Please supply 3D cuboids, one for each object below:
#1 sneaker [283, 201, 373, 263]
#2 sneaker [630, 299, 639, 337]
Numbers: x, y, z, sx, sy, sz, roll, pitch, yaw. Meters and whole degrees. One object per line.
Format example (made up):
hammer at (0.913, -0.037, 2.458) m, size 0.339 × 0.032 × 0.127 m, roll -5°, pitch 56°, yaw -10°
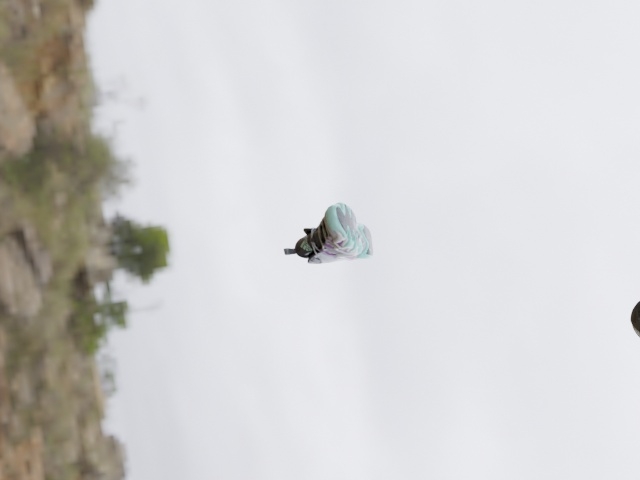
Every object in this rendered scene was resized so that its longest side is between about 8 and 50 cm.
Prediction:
sneaker at (0.000, 0.000, 1.347) m, size 0.098 × 0.069 × 0.038 m, roll 48°, pitch 33°, yaw -64°
sneaker at (0.174, 0.050, 0.707) m, size 0.031 × 0.083 × 0.035 m, roll -61°, pitch 161°, yaw -20°
